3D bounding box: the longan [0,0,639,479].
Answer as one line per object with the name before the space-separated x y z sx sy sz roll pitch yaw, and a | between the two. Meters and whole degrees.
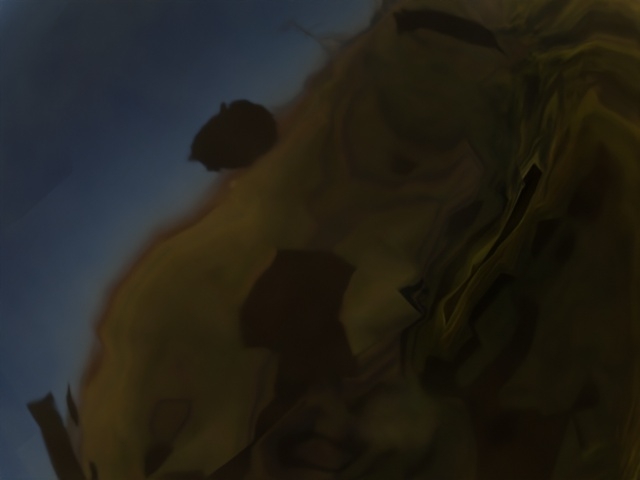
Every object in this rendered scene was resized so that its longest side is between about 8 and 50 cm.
longan | 0.000 0.000 0.674 0.319 0.319 0.319 -51 -16 -21
